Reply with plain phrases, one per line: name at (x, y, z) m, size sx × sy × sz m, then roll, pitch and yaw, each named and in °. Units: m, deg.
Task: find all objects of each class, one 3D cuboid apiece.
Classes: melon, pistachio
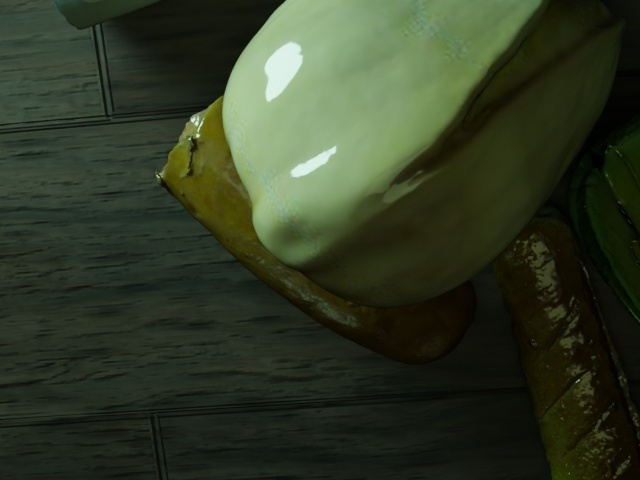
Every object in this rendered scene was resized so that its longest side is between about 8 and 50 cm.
melon at (0.299, -0.011, 1.256) m, size 0.169 × 0.129 × 0.265 m, roll -40°, pitch 107°, yaw -11°
pistachio at (0.072, -0.094, 1.170) m, size 0.238 × 0.321 × 0.229 m, roll -12°, pitch 116°, yaw 55°

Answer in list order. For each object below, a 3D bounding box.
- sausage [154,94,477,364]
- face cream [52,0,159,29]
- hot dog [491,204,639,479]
sausage at (0.001, -0.001, 1.295) m, size 0.270 × 0.109 × 0.109 m, roll 37°, pitch 107°, yaw -8°
face cream at (-0.079, -0.249, 1.246) m, size 0.269 × 0.073 × 0.107 m, roll -22°, pitch 111°, yaw 11°
hot dog at (0.195, 0.107, 1.330) m, size 0.088 × 0.061 × 0.285 m, roll -18°, pitch 103°, yaw 23°
